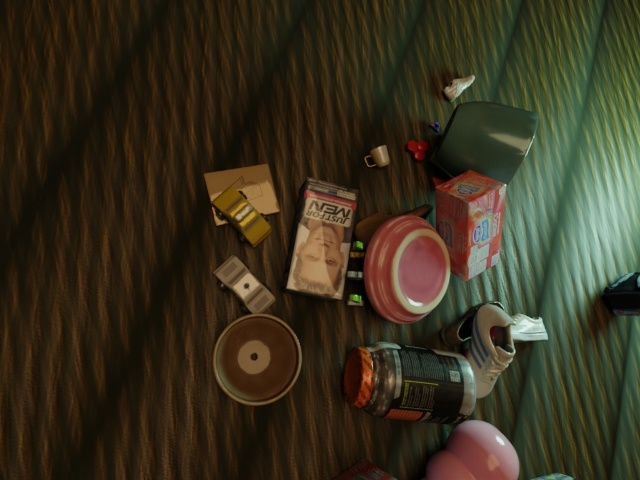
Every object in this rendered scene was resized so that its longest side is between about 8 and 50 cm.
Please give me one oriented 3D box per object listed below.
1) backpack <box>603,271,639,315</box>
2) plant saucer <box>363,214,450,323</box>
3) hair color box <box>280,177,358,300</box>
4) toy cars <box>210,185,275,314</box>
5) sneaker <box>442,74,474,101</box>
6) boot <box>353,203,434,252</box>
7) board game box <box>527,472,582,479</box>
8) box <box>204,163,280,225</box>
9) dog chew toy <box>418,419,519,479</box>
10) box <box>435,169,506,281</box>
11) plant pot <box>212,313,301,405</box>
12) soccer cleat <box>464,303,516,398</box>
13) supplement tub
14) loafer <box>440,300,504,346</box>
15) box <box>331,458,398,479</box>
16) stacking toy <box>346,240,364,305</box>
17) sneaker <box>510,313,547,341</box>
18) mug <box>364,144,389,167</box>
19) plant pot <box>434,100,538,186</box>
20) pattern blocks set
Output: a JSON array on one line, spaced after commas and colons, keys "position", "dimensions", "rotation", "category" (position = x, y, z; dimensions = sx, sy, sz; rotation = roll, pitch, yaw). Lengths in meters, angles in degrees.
[{"position": [1.158, 0.187, 1.551], "dimensions": [0.173, 0.158, 0.117], "rotation": [-28, 95, -31], "category": "backpack"}, {"position": [0.277, 0.089, 1.266], "dimensions": [0.332, 0.084, 0.332], "rotation": [-2, 93, -34], "category": "plant saucer"}, {"position": [0.000, 0.000, 1.294], "dimensions": [0.174, 0.105, 0.347], "rotation": [13, 76, -12], "category": "hair color box"}, {"position": [-0.221, 0.028, 1.223], "dimensions": [0.176, 0.087, 0.393], "rotation": [-2, 83, -15], "category": "toy cars"}, {"position": [0.522, -0.587, 1.594], "dimensions": [0.152, 0.054, 0.061], "rotation": [-42, 88, -19], "category": "sneaker"}, {"position": [0.242, -0.064, 1.381], "dimensions": [0.305, 0.112, 0.115], "rotation": [-27, 62, -25], "category": "boot"}, {"position": [0.641, 0.764, 1.247], "dimensions": [0.347, 0.208, 0.056], "rotation": [-3, 79, -17], "category": "board game box"}, {"position": [-0.240, -0.142, 1.304], "dimensions": [0.201, 0.021, 0.164], "rotation": [-13, 82, -18], "category": "box"}, {"position": [0.400, 0.677, 1.211], "dimensions": [0.332, 0.206, 0.206], "rotation": [-36, 89, -12], "category": "dog chew toy"}, {"position": [0.463, -0.044, 1.330], "dimensions": [0.154, 0.142, 0.300], "rotation": [-26, 127, -19], "category": "box"}, {"position": [-0.178, 0.323, 1.171], "dimensions": [0.237, 0.110, 0.237], "rotation": [3, 78, -15], "category": "plant pot"}, {"position": [0.511, 0.358, 1.281], "dimensions": [0.116, 0.143, 0.331], "rotation": [-8, 108, -20], "category": "soccer cleat"}, {"position": [0.250, 0.407, 1.219], "dimensions": [0.338, 0.207, 0.207], "rotation": [11, 75, -13], "category": "supplement tub"}, {"position": [0.514, 0.274, 1.382], "dimensions": [0.251, 0.087, 0.094], "rotation": [-27, 86, -19], "category": "loafer"}, {"position": [0.139, 0.685, 1.100], "dimensions": [0.123, 0.257, 0.128], "rotation": [-23, 85, -21], "category": "box"}, {"position": [0.100, 0.103, 1.244], "dimensions": [0.052, 0.221, 0.167], "rotation": [1, 79, 8], "category": "stacking toy"}, {"position": [0.648, 0.293, 1.413], "dimensions": [0.258, 0.094, 0.091], "rotation": [7, 66, -31], "category": "sneaker"}, {"position": [0.198, -0.280, 1.443], "dimensions": [0.062, 0.078, 0.064], "rotation": [-27, 96, -51], "category": "mug"}, {"position": [0.521, -0.319, 1.393], "dimensions": [0.235, 0.293, 0.293], "rotation": [23, 73, 5], "category": "plant pot"}, {"position": [0.487, -0.287, 1.532], "dimensions": [0.285, 0.026, 0.325], "rotation": [-40, 90, -19], "category": "pattern blocks set"}]
